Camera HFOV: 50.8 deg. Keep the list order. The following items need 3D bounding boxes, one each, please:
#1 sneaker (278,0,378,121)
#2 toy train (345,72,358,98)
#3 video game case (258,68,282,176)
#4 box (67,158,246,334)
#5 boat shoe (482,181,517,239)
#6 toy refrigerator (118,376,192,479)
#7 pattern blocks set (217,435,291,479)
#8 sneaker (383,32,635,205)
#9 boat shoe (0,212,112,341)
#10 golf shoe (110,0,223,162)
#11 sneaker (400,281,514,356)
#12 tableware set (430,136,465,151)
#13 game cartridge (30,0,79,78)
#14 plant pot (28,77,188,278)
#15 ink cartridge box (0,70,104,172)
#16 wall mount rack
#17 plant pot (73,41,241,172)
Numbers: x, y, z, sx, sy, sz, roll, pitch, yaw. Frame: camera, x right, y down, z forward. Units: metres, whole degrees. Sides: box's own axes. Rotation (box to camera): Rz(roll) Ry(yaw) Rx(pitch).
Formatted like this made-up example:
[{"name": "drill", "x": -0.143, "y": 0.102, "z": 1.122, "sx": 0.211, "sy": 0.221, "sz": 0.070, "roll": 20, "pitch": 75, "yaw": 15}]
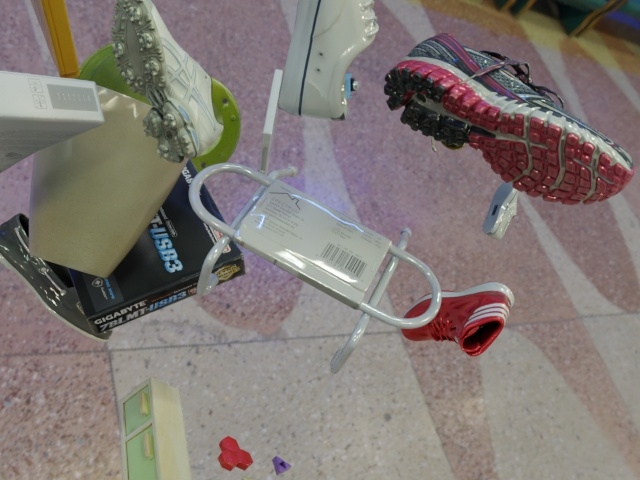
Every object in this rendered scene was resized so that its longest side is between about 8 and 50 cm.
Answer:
[{"name": "sneaker", "x": 0.022, "y": -0.255, "z": 0.745, "sx": 0.091, "sy": 0.258, "sz": 0.094, "roll": 13, "pitch": 33, "yaw": -2}, {"name": "toy train", "x": 0.001, "y": -0.387, "z": 1.676, "sx": 0.184, "sy": 0.080, "sz": 0.105, "roll": 10, "pitch": 20, "yaw": 29}, {"name": "video game case", "x": -0.112, "y": -0.253, "z": 1.502, "sx": 0.022, "sy": 0.173, "sz": 0.190, "roll": 9, "pitch": 57, "yaw": -4}, {"name": "box", "x": -0.331, "y": -0.006, "z": 1.270, "sx": 0.293, "sy": 0.073, "sz": 0.296, "roll": -22, "pitch": 57, "yaw": -15}, {"name": "boat shoe", "x": 0.278, "y": -0.047, "z": 1.014, "sx": 0.035, "sy": 0.035, "sz": 0.100, "roll": 34, "pitch": 73, "yaw": -27}, {"name": "toy refrigerator", "x": -0.333, "y": 0.415, "z": 1.337, "sx": 0.094, "sy": 0.102, "sz": 0.270, "roll": 40, "pitch": 20, "yaw": -40}, {"name": "pattern blocks set", "x": -0.090, "y": 0.547, "z": 1.319, "sx": 0.285, "sy": 0.026, "sz": 0.325, "roll": 30, "pitch": 20, "yaw": -22}, {"name": "sneaker", "x": 0.223, "y": -0.150, "z": 0.775, "sx": 0.299, "sy": 0.121, "sz": 0.112, "roll": 35, "pitch": 65, "yaw": 16}, {"name": "boat shoe", "x": -0.561, "y": 0.079, "z": 1.439, "sx": 0.335, "sy": 0.095, "sz": 0.112, "roll": 42, "pitch": 4, "yaw": -1}, {"name": "golf shoe", "x": -0.156, "y": -0.173, "z": 0.702, "sx": 0.086, "sy": 0.069, "sz": 0.176, "roll": -40, "pitch": 122, "yaw": -46}, {"name": "sneaker", "x": 0.220, "y": 0.147, "z": 1.164, "sx": 0.087, "sy": 0.221, "sz": 0.128, "roll": 54, "pitch": 34, "yaw": -11}, {"name": "tableware set", "x": 0.231, "y": -0.190, "z": 1.031, "sx": 0.154, "sy": 0.024, "sz": 0.104, "roll": -6, "pitch": 75, "yaw": -16}, {"name": "game cartridge", "x": -0.536, "y": -0.506, "z": 1.276, "sx": 0.052, "sy": 0.285, "sz": 0.324, "roll": -16, "pitch": 56, "yaw": -18}, {"name": "plant pot", "x": -0.371, "y": -0.086, "z": 1.116, "sx": 0.256, "sy": 0.256, "sz": 0.274, "roll": 22, "pitch": 81, "yaw": -23}, {"name": "ink cartridge box", "x": -0.474, "y": -0.140, "z": 0.847, "sx": 0.296, "sy": 0.261, "sz": 0.066, "roll": -13, "pitch": 88, "yaw": -61}, {"name": "wall mount rack", "x": 0.000, "y": 0.000, "z": 0.915, "sx": 0.350, "sy": 0.130, "sz": 0.304, "roll": 29, "pitch": 50, "yaw": 4}, {"name": "plant pot", "x": -0.383, "y": -0.299, "z": 1.657, "sx": 0.366, "sy": 0.367, "sz": 0.353, "roll": -1, "pitch": 16, "yaw": -38}]
